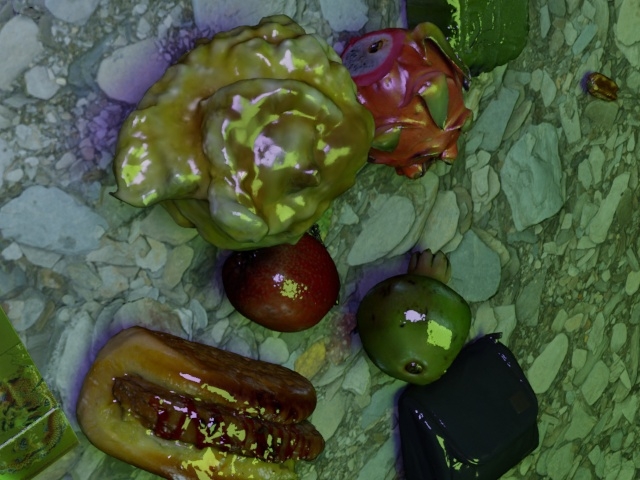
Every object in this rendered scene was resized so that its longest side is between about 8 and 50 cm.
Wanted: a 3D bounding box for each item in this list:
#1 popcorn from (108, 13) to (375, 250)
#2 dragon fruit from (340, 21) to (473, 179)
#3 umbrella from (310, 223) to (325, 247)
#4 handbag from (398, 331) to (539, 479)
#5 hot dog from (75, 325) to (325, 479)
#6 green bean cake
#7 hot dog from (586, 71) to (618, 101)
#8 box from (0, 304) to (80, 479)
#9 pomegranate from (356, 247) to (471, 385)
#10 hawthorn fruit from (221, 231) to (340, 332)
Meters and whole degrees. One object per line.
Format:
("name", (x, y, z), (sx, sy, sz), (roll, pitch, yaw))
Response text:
("popcorn", (-0.095, -0.127, 1.192), (0.335, 0.274, 0.279), (-48, 161, -5))
("dragon fruit", (0.126, -0.209, 1.375), (0.227, 0.224, 0.224), (35, 83, -38))
("umbrella", (-0.003, -0.001, 1.486), (0.122, 0.022, 0.013), (81, 28, -42))
("handbag", (0.311, 0.364, 1.806), (0.302, 0.178, 0.275), (-27, 124, -31))
("hot dog", (-0.143, 0.271, 1.335), (0.405, 0.223, 0.185), (23, 95, -44))
("green bean cake", (0.237, -0.379, 1.468), (0.200, 0.113, 0.214), (-24, 121, -32))
("hot dog", (0.573, -0.311, 1.853), (0.122, 0.037, 0.049), (13, 87, -49))
("box", (-0.443, 0.201, 1.160), (0.173, 0.043, 0.311), (-35, 128, -26))
("pomegranate", (0.160, 0.117, 1.569), (0.159, 0.190, 0.241), (34, 85, -20))
("hawthorn fruit", (-0.048, 0.066, 1.367), (0.188, 0.169, 0.169), (35, 84, -29))
